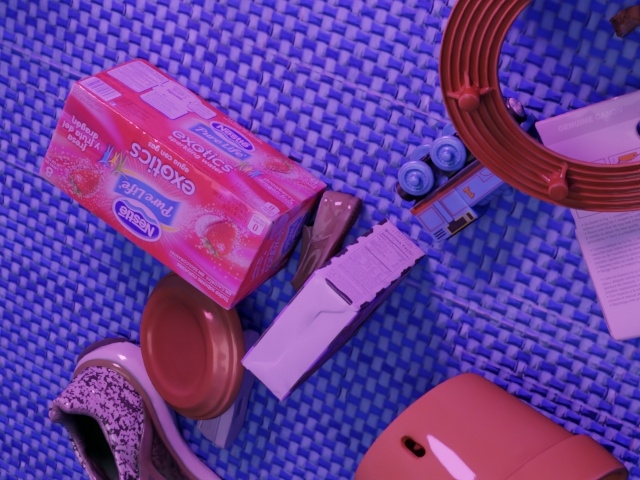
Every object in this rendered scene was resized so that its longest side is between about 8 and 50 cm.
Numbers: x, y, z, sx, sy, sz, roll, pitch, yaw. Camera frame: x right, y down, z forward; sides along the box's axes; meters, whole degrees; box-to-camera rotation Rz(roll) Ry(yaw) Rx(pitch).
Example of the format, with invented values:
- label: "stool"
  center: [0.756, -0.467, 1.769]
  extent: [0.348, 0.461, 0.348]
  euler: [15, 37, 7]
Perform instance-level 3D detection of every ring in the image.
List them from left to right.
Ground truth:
- label: "ring"
  center: [0.280, -0.157, 1.359]
  extent: [0.336, 0.032, 0.336]
  euler: [6, 128, 8]

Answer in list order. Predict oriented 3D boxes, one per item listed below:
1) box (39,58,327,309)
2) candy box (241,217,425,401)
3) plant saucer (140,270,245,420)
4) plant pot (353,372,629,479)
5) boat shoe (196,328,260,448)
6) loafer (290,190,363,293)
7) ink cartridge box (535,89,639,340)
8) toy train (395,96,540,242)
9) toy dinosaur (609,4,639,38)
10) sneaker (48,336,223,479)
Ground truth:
- label: "box"
  center: [-0.167, -0.075, 1.713]
  extent: [0.300, 0.154, 0.142]
  euler: [34, 121, 11]
- label: "candy box"
  center: [0.017, 0.077, 1.643]
  extent: [0.070, 0.196, 0.165]
  euler: [43, 122, 7]
- label: "plant saucer"
  center: [-0.173, 0.135, 1.818]
  extent: [0.200, 0.037, 0.200]
  euler: [8, 101, 46]
- label: "plant pot"
  center: [0.176, 0.288, 1.609]
  extent: [0.203, 0.291, 0.291]
  euler: [48, 124, 24]
- label: "boat shoe"
  center: [-0.124, 0.187, 1.844]
  extent: [0.063, 0.066, 0.184]
  euler: [25, 128, 17]
- label: "loafer"
  center: [0.000, 0.000, 1.712]
  extent: [0.050, 0.056, 0.148]
  euler: [35, 111, 13]
- label: "ink cartridge box"
  center: [0.406, -0.050, 1.469]
  extent: [0.296, 0.066, 0.261]
  euler: [-16, 100, 31]
- label: "toy train"
  center: [0.169, -0.082, 1.579]
  extent: [0.184, 0.080, 0.105]
  euler: [-37, 98, 31]
- label: "toy dinosaur"
  center: [0.386, -0.239, 1.412]
  extent: [0.211, 0.064, 0.112]
  euler: [-26, 94, 32]
- label: "sneaker"
  center: [-0.243, 0.342, 1.888]
  extent: [0.158, 0.182, 0.410]
  euler: [-30, 93, 33]
